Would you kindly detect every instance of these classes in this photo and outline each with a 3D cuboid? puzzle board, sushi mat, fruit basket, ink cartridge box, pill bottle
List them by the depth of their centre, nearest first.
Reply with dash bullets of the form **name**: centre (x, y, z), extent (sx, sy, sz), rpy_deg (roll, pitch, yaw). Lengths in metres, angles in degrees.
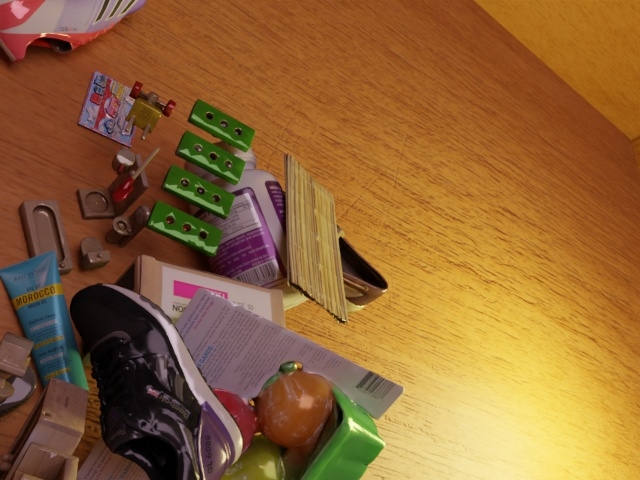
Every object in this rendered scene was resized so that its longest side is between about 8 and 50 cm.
- **fruit basket**: centre (-0.104, 0.264, 0.882), extent (0.353, 0.327, 0.165), rpy_deg (30, 10, -18)
- **ink cartridge box**: centre (-0.200, 0.128, 0.909), extent (0.235, 0.193, 0.088), rpy_deg (18, 48, -34)
- **sushi mat**: centre (-0.012, -0.010, 1.073), extent (0.151, 0.019, 0.316), rpy_deg (43, 29, -38)
- **pill bottle**: centre (-0.128, -0.018, 1.083), extent (0.169, 0.169, 0.301), rpy_deg (-13, 76, -46)
- **puzzle board**: centre (-0.370, -0.236, 1.101), extent (0.097, 0.011, 0.128), rpy_deg (23, 53, -31)

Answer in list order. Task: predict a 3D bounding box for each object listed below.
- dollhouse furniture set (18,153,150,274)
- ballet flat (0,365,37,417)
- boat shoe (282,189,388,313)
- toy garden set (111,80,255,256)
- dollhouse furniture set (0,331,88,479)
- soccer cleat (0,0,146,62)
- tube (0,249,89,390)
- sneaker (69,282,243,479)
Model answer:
- **dollhouse furniture set**: centre (-0.347, -0.039, 0.925), extent (0.151, 0.123, 0.144), rpy_deg (-6, 71, -44)
- **ballet flat**: centre (-0.465, 0.212, 0.731), extent (0.250, 0.058, 0.084), rpy_deg (-22, 82, -42)
- **boat shoe**: centre (0.000, 0.000, 1.221), extent (0.342, 0.123, 0.123), rpy_deg (48, 44, -11)
- **toy garden set**: centre (-0.227, -0.115, 0.952), extent (0.204, 0.049, 0.244), rpy_deg (27, 57, -22)
- **dollhouse furniture set**: centre (-0.432, 0.180, 0.586), extent (0.356, 0.303, 0.173), rpy_deg (29, 91, -22)
- **soccer cleat**: centre (-0.429, -0.390, 1.085), extent (0.318, 0.109, 0.116), rpy_deg (-34, 112, -49)
- **tube**: centre (-0.378, 0.121, 0.857), extent (0.080, 0.052, 0.207), rpy_deg (-20, 79, -15)
- **sneaker**: centre (-0.210, 0.174, 0.717), extent (0.283, 0.107, 0.124), rpy_deg (50, 26, 3)
